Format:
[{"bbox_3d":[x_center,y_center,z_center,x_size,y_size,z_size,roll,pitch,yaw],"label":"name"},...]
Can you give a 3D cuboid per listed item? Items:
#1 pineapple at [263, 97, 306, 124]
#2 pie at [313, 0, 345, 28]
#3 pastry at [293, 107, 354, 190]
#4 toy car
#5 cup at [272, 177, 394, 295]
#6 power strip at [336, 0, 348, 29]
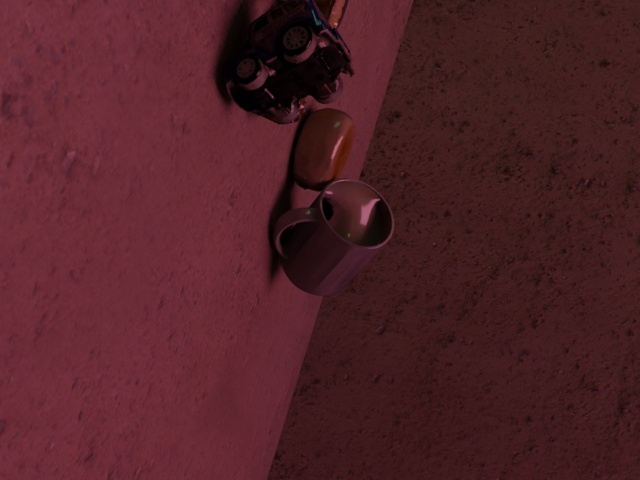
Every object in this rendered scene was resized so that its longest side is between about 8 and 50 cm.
[{"bbox_3d":[-0.079,-0.373,1.529,0.111,0.119,0.237,-8,118,-30],"label":"pineapple"},{"bbox_3d":[0.004,-0.519,1.544,0.179,0.084,0.205,55,-43,41],"label":"pie"},{"bbox_3d":[0.008,-0.260,2.081,0.265,0.133,0.265,17,90,-81],"label":"pastry"},{"bbox_3d":[-0.068,-0.342,1.352,0.172,0.235,0.158,41,28,-60],"label":"toy car"},{"bbox_3d":[0.000,0.000,2.094,0.327,0.323,0.237,-48,-135,50],"label":"cup"},{"bbox_3d":[0.036,-0.636,1.880,0.167,0.054,0.253,26,79,-79],"label":"power strip"}]
